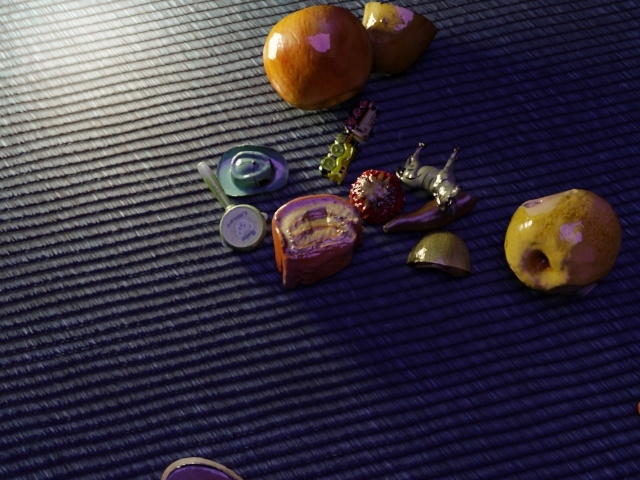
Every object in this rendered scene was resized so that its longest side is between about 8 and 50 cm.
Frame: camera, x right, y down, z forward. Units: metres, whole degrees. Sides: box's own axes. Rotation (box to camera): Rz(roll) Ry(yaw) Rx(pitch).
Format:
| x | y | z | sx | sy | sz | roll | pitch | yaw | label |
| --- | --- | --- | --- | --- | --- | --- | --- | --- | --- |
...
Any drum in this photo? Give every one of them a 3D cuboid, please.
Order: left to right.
| x | y | z | sx | sy | sz | roll | pitch | yaw | label |
| --- | --- | --- | --- | --- | --- | --- | --- | --- | --- |
| -0.243 | -0.073 | 1.898 | 0.253 | 0.049 | 0.130 | 40 | 86 | 10 | drum |

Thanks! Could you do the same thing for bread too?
| x | y | z | sx | sy | sz | roll | pitch | yaw | label |
| --- | --- | --- | --- | --- | --- | --- | --- | --- | --- |
| -0.003 | -0.011 | 1.848 | 0.244 | 0.123 | 0.190 | -20 | 68 | -8 | bread |

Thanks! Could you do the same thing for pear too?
| x | y | z | sx | sy | sz | roll | pitch | yaw | label |
| --- | --- | --- | --- | --- | --- | --- | --- | --- | --- |
| 0.568 | -0.003 | 1.771 | 0.271 | 0.271 | 0.271 | 0 | 69 | 1 | pear |

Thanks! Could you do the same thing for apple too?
| x | y | z | sx | sy | sz | roll | pitch | yaw | label |
| --- | --- | --- | --- | --- | --- | --- | --- | --- | --- |
| -0.002 | -0.464 | 1.950 | 0.286 | 0.286 | 0.233 | -15 | 86 | -5 | apple |

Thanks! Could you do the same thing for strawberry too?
| x | y | z | sx | sy | sz | roll | pitch | yaw | label |
| --- | --- | --- | --- | --- | --- | --- | --- | --- | --- |
| 0.143 | -0.110 | 1.903 | 0.145 | 0.086 | 0.145 | -1 | 67 | 2 | strawberry |

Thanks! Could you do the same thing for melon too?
| x | y | z | sx | sy | sz | roll | pitch | yaw | label |
| --- | --- | --- | --- | --- | --- | --- | --- | --- | --- |
| 0.296 | 0.023 | 1.850 | 0.160 | 0.079 | 0.128 | 8 | 70 | 5 | melon |

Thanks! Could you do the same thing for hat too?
| x | y | z | sx | sy | sz | roll | pitch | yaw | label |
| --- | --- | --- | --- | --- | --- | --- | --- | --- | --- |
| -0.176 | -0.184 | 1.939 | 0.190 | 0.078 | 0.138 | -5 | 73 | -1 | hat |

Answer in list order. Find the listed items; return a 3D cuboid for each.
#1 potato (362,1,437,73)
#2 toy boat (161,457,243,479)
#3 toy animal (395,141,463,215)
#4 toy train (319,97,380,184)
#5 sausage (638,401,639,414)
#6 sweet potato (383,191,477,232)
| x | y | z | sx | sy | sz | roll | pitch | yaw | label |
| --- | --- | --- | --- | --- | --- | --- | --- | --- | --- |
| 0.192 | -0.523 | 2.030 | 0.203 | 0.178 | 0.158 | 19 | 86 | -7 | potato |
| -0.244 | 0.565 | 1.660 | 0.227 | 0.085 | 0.155 | 30 | 80 | 0 | toy boat |
| 0.275 | -0.152 | 1.884 | 0.217 | 0.073 | 0.176 | 12 | 63 | 35 | toy animal |
| 0.079 | -0.266 | 1.984 | 0.085 | 0.053 | 0.250 | 28 | 71 | 3 | toy train |
| 0.794 | 0.499 | 1.669 | 0.053 | 0.053 | 0.348 | -21 | 70 | -7 | sausage |
| 0.271 | -0.061 | 1.890 | 0.243 | 0.077 | 0.077 | -22 | 70 | -2 | sweet potato |
